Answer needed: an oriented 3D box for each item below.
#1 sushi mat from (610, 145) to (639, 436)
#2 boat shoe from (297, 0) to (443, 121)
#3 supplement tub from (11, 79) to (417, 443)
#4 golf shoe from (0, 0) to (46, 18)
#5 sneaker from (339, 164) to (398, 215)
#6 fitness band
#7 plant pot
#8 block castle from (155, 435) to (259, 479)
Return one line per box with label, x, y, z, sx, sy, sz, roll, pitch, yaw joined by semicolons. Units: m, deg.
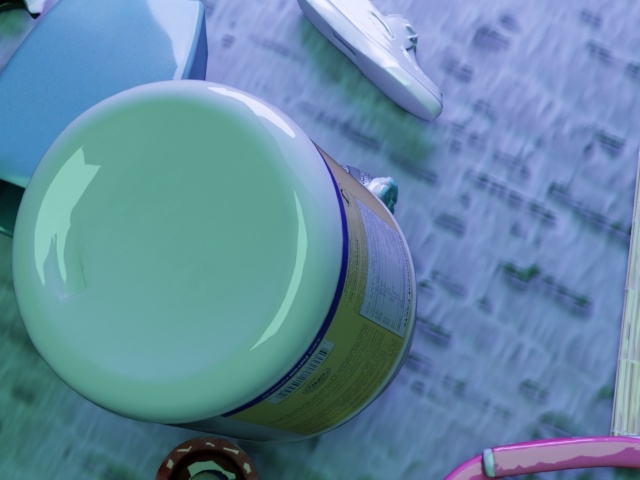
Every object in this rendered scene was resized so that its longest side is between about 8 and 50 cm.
sushi mat;0.355;0.054;1.291;0.151;0.019;0.316;8;77;1
boat shoe;0.058;-0.191;1.333;0.063;0.066;0.184;-43;71;-8
supplement tub;-0.060;0.032;1.083;0.241;0.331;0.241;-3;78;16
golf shoe;-0.347;-0.246;1.344;0.176;0.069;0.086;-3;83;1
sneaker;0.000;0.000;1.293;0.076;0.065;0.166;31;75;24
fitness band;0.226;0.275;1.213;0.291;0.054;0.209;-5;82;2
plant pot;-0.196;-0.114;1.266;0.166;0.165;0.234;20;71;5
block castle;-0.170;0.402;1.113;0.453;0.213;0.303;-37;79;-8
